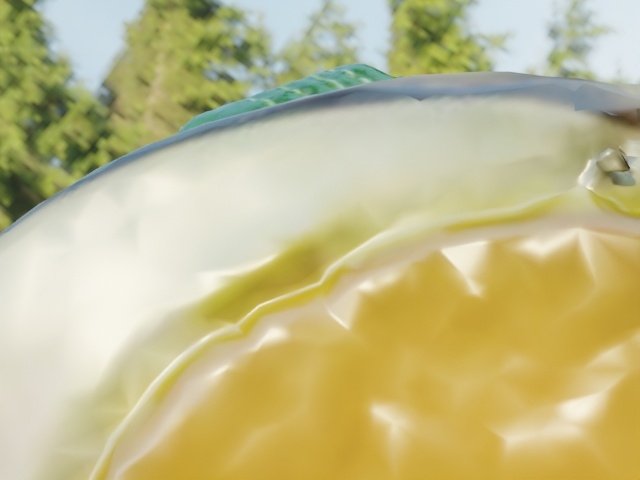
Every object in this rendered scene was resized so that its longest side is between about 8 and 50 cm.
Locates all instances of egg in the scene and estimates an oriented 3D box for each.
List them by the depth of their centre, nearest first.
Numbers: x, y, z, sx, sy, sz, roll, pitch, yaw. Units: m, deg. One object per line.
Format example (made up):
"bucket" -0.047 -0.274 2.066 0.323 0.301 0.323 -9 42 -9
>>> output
"egg" 0.024 0.119 0.369 0.174 0.264 0.286 65 -150 -77

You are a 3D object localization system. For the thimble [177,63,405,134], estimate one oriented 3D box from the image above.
"thimble" 0.000 0.000 0.724 0.090 0.118 0.130 -22 -15 -26
